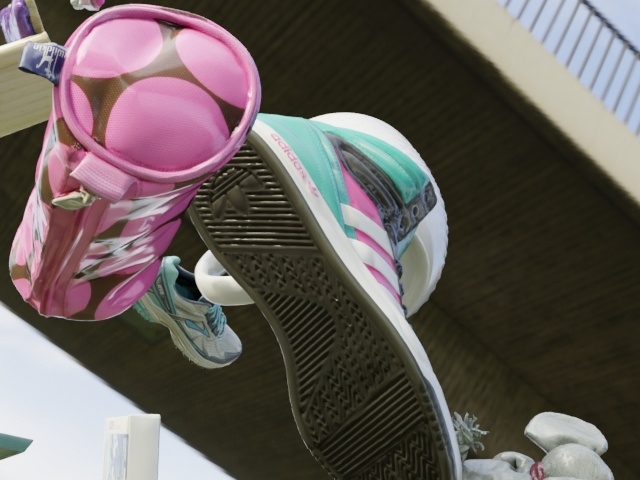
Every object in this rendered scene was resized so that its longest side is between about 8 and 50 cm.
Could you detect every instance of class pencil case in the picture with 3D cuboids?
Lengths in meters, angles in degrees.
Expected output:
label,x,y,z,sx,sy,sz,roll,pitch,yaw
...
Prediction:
label,x,y,z,sx,sy,sz,roll,pitch,yaw
pencil case,-0.103,-0.023,0.476,0.095,0.098,0.209,21,-28,-11

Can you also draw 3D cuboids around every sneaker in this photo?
label,x,y,z,sx,sy,sz,roll,pitch,yaw
sneaker,-0.221,0.131,1.774,0.122,0.110,0.283,-29,-50,21
sneaker,0.031,0.036,0.701,0.124,0.178,0.295,-27,-89,33

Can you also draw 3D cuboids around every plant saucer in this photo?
label,x,y,z,sx,sy,sz,roll,pitch,yaw
plant saucer,-0.417,0.255,1.189,0.067,0.018,0.192,22,-29,-33

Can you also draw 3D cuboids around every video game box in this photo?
label,x,y,z,sx,sy,sz,roll,pitch,yaw
video game box,-0.251,0.329,1.280,0.048,0.205,0.187,4,-13,-18

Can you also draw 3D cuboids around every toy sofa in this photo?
label,x,y,z,sx,sy,sz,roll,pitch,yaw
toy sofa,-0.493,-0.262,1.496,0.362,0.150,0.177,25,-44,67

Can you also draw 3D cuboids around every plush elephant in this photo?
label,x,y,z,sx,sy,sz,roll,pitch,yaw
plush elephant,0.342,0.404,1.518,0.255,0.272,0.330,-4,-68,18

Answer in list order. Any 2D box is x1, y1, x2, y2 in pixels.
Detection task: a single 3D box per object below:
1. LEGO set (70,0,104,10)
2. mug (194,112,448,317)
label,x,y,z,sx,sy,sz,roll,pitch,yaw
LEGO set,-0.367,-0.398,1.277,0.107,0.132,0.287,-2,-3,28
mug,0.000,0.000,1.410,0.374,0.328,0.276,-18,-70,2
